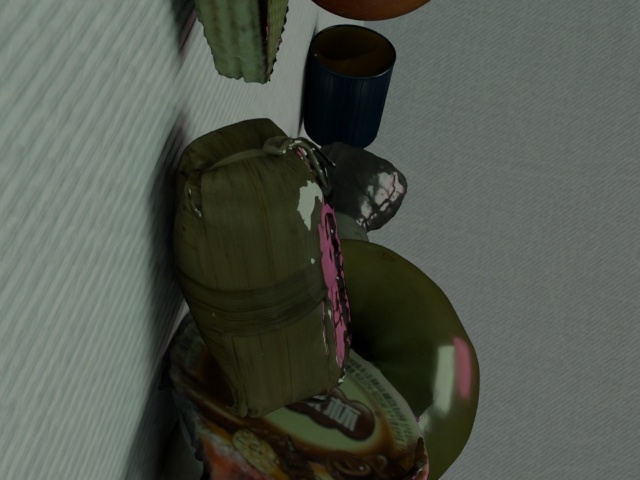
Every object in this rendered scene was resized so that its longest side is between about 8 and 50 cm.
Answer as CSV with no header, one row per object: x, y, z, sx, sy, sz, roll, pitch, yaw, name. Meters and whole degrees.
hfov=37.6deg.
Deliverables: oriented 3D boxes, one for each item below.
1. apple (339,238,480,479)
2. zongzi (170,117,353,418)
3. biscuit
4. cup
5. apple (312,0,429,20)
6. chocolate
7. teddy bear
0.025,0.131,0.865,0.262,0.263,0.262,10,90,-87,apple
-0.051,-0.011,0.608,0.197,0.099,0.194,-118,-163,-49,zongzi
-0.027,-0.225,0.508,0.150,0.052,0.252,87,11,-63,biscuit
0.039,-0.216,1.296,0.138,0.114,0.150,100,4,-48,cup
0.055,-0.289,0.814,0.201,0.162,0.201,11,90,-89,apple
-0.038,0.164,0.662,0.147,0.221,0.221,-62,-176,21,chocolate
-0.001,-0.018,1.197,0.171,0.144,0.251,53,54,-38,teddy bear
